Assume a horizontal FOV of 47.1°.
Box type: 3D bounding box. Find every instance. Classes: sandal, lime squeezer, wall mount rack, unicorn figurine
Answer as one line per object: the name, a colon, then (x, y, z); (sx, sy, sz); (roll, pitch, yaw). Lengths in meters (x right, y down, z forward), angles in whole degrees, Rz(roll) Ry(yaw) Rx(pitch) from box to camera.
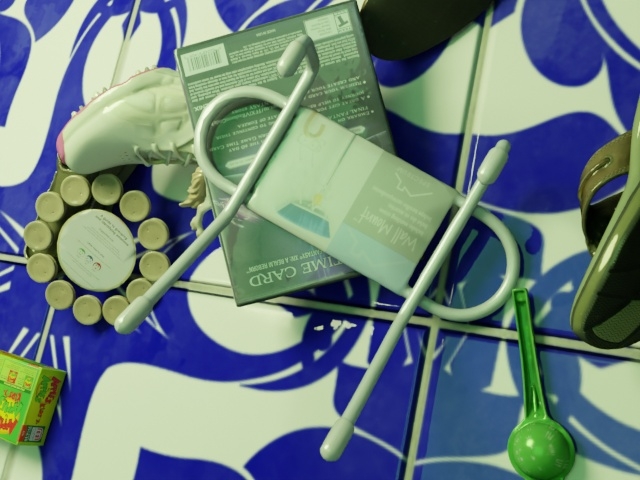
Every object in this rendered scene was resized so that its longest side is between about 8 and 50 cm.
sandal: (0.277, -0.051, 0.630); (0.086, 0.120, 0.302); (6, 74, 56)
lime squeezer: (0.171, 0.188, 0.606); (0.059, 0.110, 0.310); (-25, 33, 35)
wall mount rack: (0.000, 0.000, 0.660); (0.350, 0.130, 0.304); (30, 89, 8)
unicorn figurine: (-0.070, -0.036, 0.793); (0.162, 0.060, 0.111); (19, 116, -6)

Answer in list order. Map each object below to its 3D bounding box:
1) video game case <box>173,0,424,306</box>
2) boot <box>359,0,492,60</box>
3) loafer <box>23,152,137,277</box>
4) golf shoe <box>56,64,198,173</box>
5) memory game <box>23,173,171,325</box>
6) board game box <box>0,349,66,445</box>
video game case: (-0.024, -0.089, 0.747); (0.196, 0.026, 0.274); (-15, 86, 4)
boot: (0.145, -0.325, 0.787); (0.305, 0.112, 0.115); (-49, 31, 10)
loafer: (-0.304, -0.072, 0.914); (0.094, 0.087, 0.251); (26, 87, 30)
golf shoe: (-0.140, -0.126, 0.815); (0.306, 0.115, 0.140); (-23, 77, 1)
memory game: (-0.264, 0.011, 0.867); (0.186, 0.012, 0.186); (1, 99, 9)
board game box: (-0.408, 0.184, 0.913); (0.181, 0.043, 0.092); (10, 80, 28)
